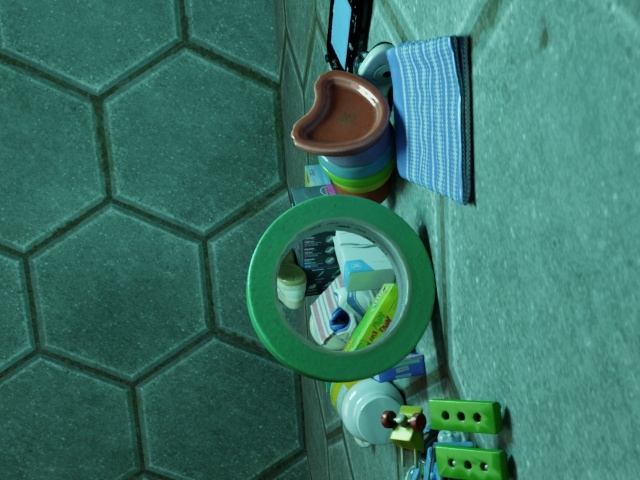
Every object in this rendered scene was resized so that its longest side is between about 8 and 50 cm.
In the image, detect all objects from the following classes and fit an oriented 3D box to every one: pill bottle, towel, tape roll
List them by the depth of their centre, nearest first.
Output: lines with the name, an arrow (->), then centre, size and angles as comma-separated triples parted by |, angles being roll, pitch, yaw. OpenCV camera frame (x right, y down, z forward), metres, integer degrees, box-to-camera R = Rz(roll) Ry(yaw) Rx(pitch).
towel -> 0.166, -0.197, 1.252 | 0.336, 0.040, 0.243 | -129, 34, -76
tape roll -> 0.033, 0.083, 1.365 | 0.077, 0.321, 0.321 | 123, 141, -75
pill bottle -> 0.105, 0.356, 1.709 | 0.246, 0.136, 0.136 | -159, 64, -81
towel -> 0.053, 0.153, 1.945 | 0.197, 0.029, 0.144 | -47, 32, 22

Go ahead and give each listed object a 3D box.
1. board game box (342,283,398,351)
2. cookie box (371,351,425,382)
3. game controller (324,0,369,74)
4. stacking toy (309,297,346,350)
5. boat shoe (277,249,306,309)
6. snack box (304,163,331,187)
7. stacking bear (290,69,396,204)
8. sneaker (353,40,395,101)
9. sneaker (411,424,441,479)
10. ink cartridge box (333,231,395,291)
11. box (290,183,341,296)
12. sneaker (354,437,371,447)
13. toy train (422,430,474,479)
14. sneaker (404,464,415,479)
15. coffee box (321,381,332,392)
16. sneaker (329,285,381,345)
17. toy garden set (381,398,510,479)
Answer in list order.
board game box -> 0.105, 0.172, 1.557 | 0.181, 0.043, 0.092 | -58, 4, -7
cookie box -> 0.144, 0.242, 1.521 | 0.107, 0.092, 0.040 | 155, 106, -81
game controller -> 0.057, -0.476, 1.744 | 0.319, 0.067, 0.166 | 95, 167, -55
stacking toy -> 0.034, 0.203, 2.196 | 0.330, 0.141, 0.141 | -120, 25, -83
boat shoe -> -0.110, 0.096, 2.168 | 0.302, 0.109, 0.098 | -135, 39, -62
snack box -> -0.002, -0.100, 2.411 | 0.174, 0.070, 0.207 | -107, 12, -52
stacking bear -> 0.070, -0.161, 1.520 | 0.289, 0.164, 0.175 | 68, -137, -61
sneaker -> 0.096, -0.332, 1.509 | 0.217, 0.079, 0.121 | 98, 164, -62
sneaker -> 0.201, 0.393, 1.371 | 0.078, 0.067, 0.188 | 38, 136, 50
ink cartridge box -> 0.090, 0.025, 1.705 | 0.180, 0.104, 0.060 | -105, 12, -47
box -> 0.000, 0.000, 2.186 | 0.165, 0.143, 0.270 | -109, 14, -49
sneaker -> 0.110, 0.462, 2.036 | 0.075, 0.057, 0.161 | -131, 39, -86
toy train -> 0.202, 0.381, 1.257 | 0.105, 0.080, 0.184 | -97, 5, -56
sneaker -> 0.202, 0.496, 1.449 | 0.076, 0.065, 0.166 | 141, 120, -62
coffee box -> 0.055, 0.366, 2.177 | 0.184, 0.113, 0.040 | -126, 34, -77
sneaker -> 0.081, 0.193, 1.804 | 0.112, 0.131, 0.296 | -106, 12, -46
toy garden set -> 0.190, 0.348, 1.142 | 0.204, 0.049, 0.244 | -8, 87, 44
